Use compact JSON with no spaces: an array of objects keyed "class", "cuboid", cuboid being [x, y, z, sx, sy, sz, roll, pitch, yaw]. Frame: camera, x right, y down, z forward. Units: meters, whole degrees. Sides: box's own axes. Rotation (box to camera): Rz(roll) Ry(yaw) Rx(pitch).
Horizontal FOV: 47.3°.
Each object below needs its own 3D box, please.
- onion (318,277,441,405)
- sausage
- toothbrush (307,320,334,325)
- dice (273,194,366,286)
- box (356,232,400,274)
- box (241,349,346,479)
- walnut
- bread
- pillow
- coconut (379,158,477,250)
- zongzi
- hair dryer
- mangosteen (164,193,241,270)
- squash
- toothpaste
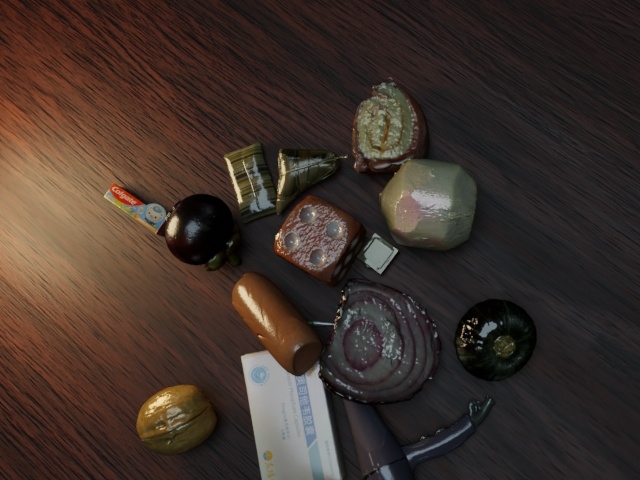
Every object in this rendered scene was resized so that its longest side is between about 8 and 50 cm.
[{"class":"onion","cuboid":[0.134,0.273,1.758,0.280,0.146,0.314,24,58,-3]},{"class":"sausage","cuboid":[-0.114,0.195,1.794,0.121,0.121,0.304,-46,52,1]},{"class":"toothbrush","cuboid":[-0.036,0.212,1.864,0.257,0.018,0.024,-5,77,10]},{"class":"dice","cuboid":[0.000,0.000,1.813,0.174,0.175,0.179,30,88,15]},{"class":"box","cuboid":[0.146,0.037,1.849,0.079,0.035,0.083,38,90,15]},{"class":"box","cuboid":[-0.067,0.435,1.808,0.200,0.065,0.343,-13,78,9]},{"class":"walnut","cuboid":[-0.361,0.448,1.819,0.197,0.165,0.165,-19,77,0]},{"class":"bread","cuboid":[0.180,-0.281,1.852,0.190,0.123,0.244,0,81,10]},{"class":"pillow","cuboid":[-0.183,-0.155,1.946,0.113,0.038,0.203,-20,78,7]},{"class":"coconut","cuboid":[0.254,-0.088,1.754,0.230,0.227,0.227,9,82,7]},{"class":"zongzi","cuboid":[-0.021,-0.147,1.895,0.189,0.081,0.178,4,89,10]},{"class":"hair dryer","cuboid":[0.245,0.444,1.743,0.361,0.121,0.301,-23,68,-3]},{"class":"mangosteen","cuboid":[-0.289,-0.011,1.877,0.230,0.194,0.194,39,90,-11]},{"class":"squash","cuboid":[0.407,0.232,1.705,0.193,0.156,0.193,2,77,-9]},{"class":"toothpaste","cuboid":[-0.494,-0.093,1.996,0.193,0.044,0.070,33,87,14]}]
